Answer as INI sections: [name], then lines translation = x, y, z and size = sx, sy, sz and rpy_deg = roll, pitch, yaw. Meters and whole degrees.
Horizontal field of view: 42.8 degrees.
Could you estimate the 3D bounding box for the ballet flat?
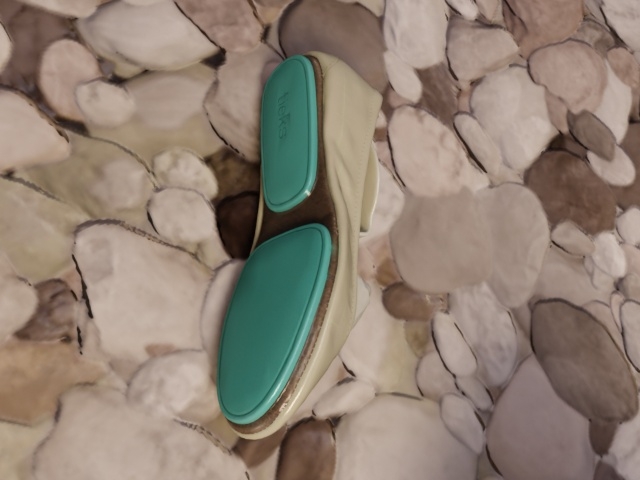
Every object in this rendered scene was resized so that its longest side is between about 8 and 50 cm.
[ballet flat]
translation = 0.000, 0.000, 0.489
size = 0.086, 0.086, 0.249
rpy_deg = 17, 65, -21
